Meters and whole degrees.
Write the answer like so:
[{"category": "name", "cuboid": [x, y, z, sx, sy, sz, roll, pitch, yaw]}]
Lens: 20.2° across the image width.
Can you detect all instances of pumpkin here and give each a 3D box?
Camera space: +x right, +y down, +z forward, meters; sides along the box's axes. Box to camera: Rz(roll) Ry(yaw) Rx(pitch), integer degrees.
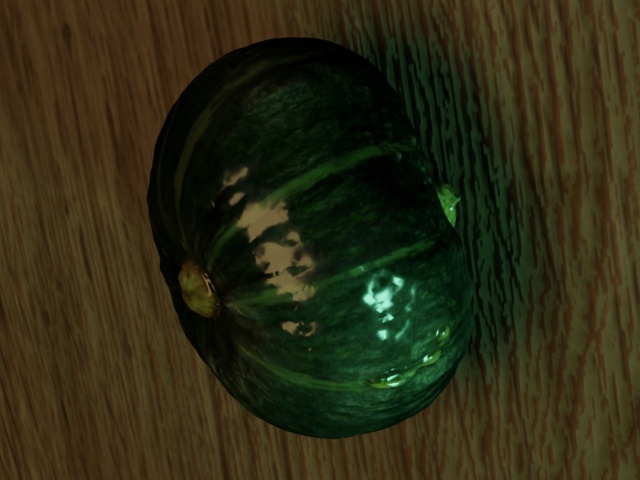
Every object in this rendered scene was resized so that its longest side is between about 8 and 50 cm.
[{"category": "pumpkin", "cuboid": [-0.002, -0.001, 0.926, 0.211, 0.152, 0.212, 45, 154, 29]}]
